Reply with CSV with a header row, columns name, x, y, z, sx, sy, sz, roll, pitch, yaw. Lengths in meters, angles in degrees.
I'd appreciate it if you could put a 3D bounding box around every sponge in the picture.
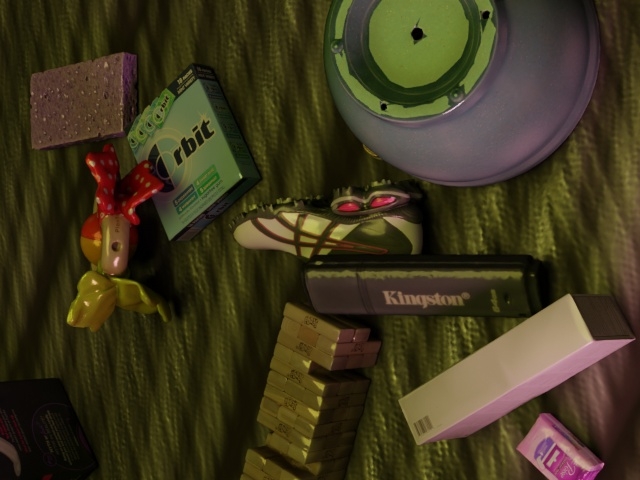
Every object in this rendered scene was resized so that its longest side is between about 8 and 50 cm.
name,x,y,z,sx,sy,sz,roll,pitch,yaw
sponge,-0.350,-0.201,1.770,0.210,0.031,0.117,-5,85,39

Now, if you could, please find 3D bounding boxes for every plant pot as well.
name,x,y,z,sx,sy,sz,roll,pitch,yaw
plant pot,0.122,-0.202,1.238,0.293,0.196,0.293,1,92,23

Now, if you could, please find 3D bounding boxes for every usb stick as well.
name,x,y,z,sx,sy,sz,roll,pitch,yaw
usb stick,0.110,0.050,1.335,0.278,0.045,0.077,0,118,24

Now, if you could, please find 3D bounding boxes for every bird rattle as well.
name,x,y,z,sx,sy,sz,roll,pitch,yaw
bird rattle,-0.292,-0.006,1.639,0.207,0.143,0.253,-160,64,-69

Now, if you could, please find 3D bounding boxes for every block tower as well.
name,x,y,z,sx,sy,sz,roll,pitch,yaw
block tower,-0.023,0.247,1.453,0.097,0.091,0.335,25,104,37

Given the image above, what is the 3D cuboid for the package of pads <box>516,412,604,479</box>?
name,x,y,z,sx,sy,sz,roll,pitch,yaw
package of pads,0.252,0.227,1.270,0.083,0.032,0.050,44,117,31

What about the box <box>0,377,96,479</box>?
name,x,y,z,sx,sy,sz,roll,pitch,yaw
box,-0.484,0.305,1.705,0.143,0.270,0.165,-45,62,28

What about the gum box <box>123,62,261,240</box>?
name,x,y,z,sx,sy,sz,roll,pitch,yaw
gum box,-0.175,-0.117,1.619,0.157,0.041,0.184,-39,66,32

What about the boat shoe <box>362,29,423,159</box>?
name,x,y,z,sx,sy,sz,roll,pitch,yaw
boat shoe,0.089,-0.170,1.391,0.063,0.059,0.170,33,109,20

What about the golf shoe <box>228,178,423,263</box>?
name,x,y,z,sx,sy,sz,roll,pitch,yaw
golf shoe,0.000,0.000,1.439,0.273,0.105,0.120,-7,91,39

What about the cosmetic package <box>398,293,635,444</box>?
name,x,y,z,sx,sy,sz,roll,pitch,yaw
cosmetic package,0.203,0.136,1.271,0.239,0.099,0.060,-37,64,31
